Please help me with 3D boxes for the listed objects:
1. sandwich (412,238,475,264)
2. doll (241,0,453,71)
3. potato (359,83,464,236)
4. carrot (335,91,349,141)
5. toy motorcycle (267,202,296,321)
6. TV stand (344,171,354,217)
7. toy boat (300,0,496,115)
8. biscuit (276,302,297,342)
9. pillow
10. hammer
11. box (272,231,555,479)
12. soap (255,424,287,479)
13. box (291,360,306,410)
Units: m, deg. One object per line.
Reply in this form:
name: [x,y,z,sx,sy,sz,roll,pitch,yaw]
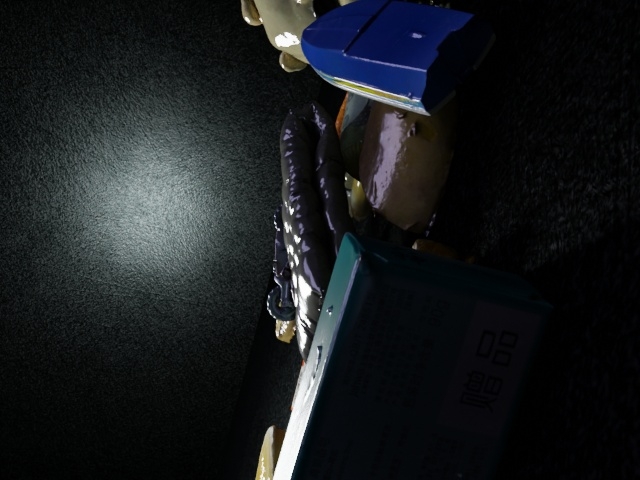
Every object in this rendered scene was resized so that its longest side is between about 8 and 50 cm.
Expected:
sandwich: [0.087,0.105,0.816,0.214,0.065,0.186,138,145,-79]
doll: [0.051,-0.370,1.140,0.349,0.247,0.247,-11,57,37]
potato: [0.112,-0.137,0.984,0.243,0.098,0.138,-85,14,-48]
carrot: [0.055,-0.280,1.890,0.057,0.057,0.224,170,117,-82]
toy motorcycle: [-0.027,0.037,1.373,0.082,0.122,0.213,27,-113,-73]
TV stand: [0.077,-0.155,1.513,0.042,0.036,0.249,-89,15,-65]
toy boat: [0.068,-0.233,0.958,0.129,0.088,0.295,-50,42,-11]
biscuit: [-0.034,0.096,1.708,0.259,0.079,0.259,-166,90,-82]
pillow: [0.000,0.000,1.085,0.228,0.101,0.326,91,169,-52]
hammer: [0.081,-0.128,1.252,0.305,0.113,0.202,100,-177,-60]
box: [0.061,0.131,0.611,0.092,0.153,0.245,-107,33,-76]
soap: [-0.071,0.439,1.362,0.232,0.073,0.140,-102,22,-72]
box: [0.019,0.166,1.290,0.265,0.048,0.273,153,132,-81]
